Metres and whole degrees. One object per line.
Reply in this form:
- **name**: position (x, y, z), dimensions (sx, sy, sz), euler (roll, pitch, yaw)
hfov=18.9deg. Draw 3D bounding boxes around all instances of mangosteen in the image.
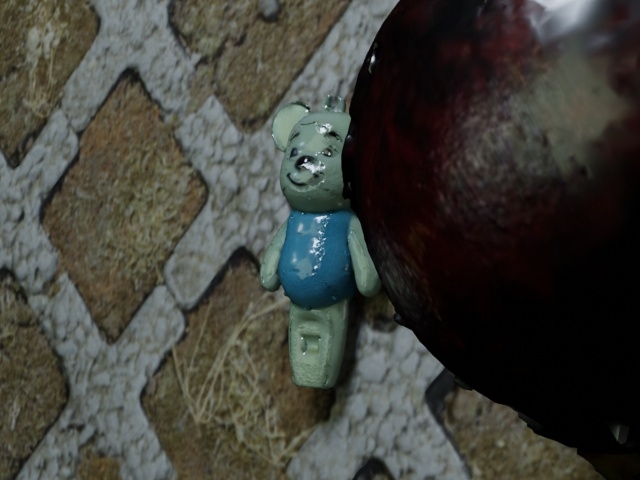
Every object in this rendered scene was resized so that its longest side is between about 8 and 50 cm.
- **mangosteen**: position (0.220, -0.031, 1.141), dimensions (0.381, 0.421, 0.381), euler (-38, 18, 15)

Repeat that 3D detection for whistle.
- **whistle**: position (0.000, 0.000, 1.535), dimensions (0.114, 0.077, 0.236), euler (3, 86, 28)
